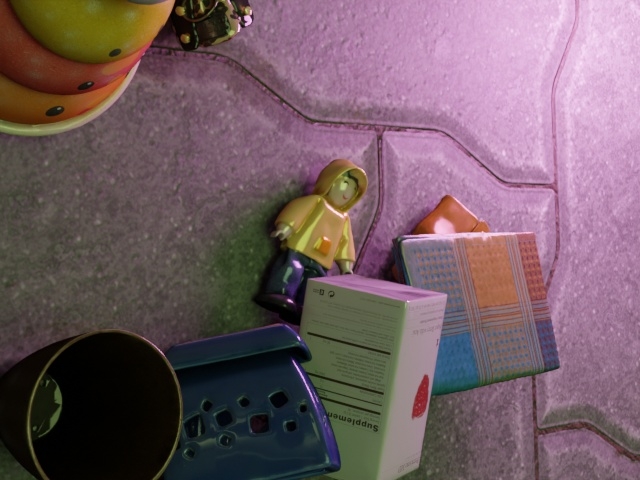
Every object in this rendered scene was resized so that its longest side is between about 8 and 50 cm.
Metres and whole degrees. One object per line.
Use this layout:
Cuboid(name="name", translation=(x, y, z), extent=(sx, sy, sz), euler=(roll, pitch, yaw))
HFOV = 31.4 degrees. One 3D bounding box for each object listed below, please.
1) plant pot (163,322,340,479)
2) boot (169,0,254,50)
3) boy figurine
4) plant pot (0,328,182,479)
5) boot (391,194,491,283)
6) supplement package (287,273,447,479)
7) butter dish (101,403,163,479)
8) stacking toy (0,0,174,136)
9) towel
Cuboid(name="plant pot", translation=(-0.105, 0.244, 1.624), extent=(0.235, 0.236, 0.212), euler=(-12, 78, 2))
Cuboid(name="boot", translation=(-0.183, -0.410, 1.576), extent=(0.138, 0.377, 0.284), euler=(-26, 112, -11))
Cuboid(name="boy figurine", translation=(0.000, 0.000, 1.862), extent=(0.177, 0.092, 0.285), euler=(37, 69, -33))
Cuboid(name="plant pot", translation=(-0.332, 0.222, 1.478), extent=(0.215, 0.230, 0.216), euler=(3, 85, -40))
Cuboid(name="boot", translation=(0.265, 0.080, 2.073), extent=(0.211, 0.104, 0.295), euler=(-47, 112, -31))
Cuboid(name="supplement package", translation=(0.069, 0.214, 1.788), extent=(0.177, 0.175, 0.293), euler=(-3, 104, -63))
Cuboid(name="butter dish", translation=(-0.272, 0.278, 1.605), extent=(0.118, 0.160, 0.160), euler=(-5, 85, 3))
Cuboid(name="stacking toy", translation=(-0.291, -0.309, 1.364), extent=(0.350, 0.480, 0.351), euler=(-1, 92, -32))
Cuboid(name="towel", translation=(0.276, 0.119, 1.996), extent=(0.370, 0.040, 0.272), euler=(-3, 82, -43))
